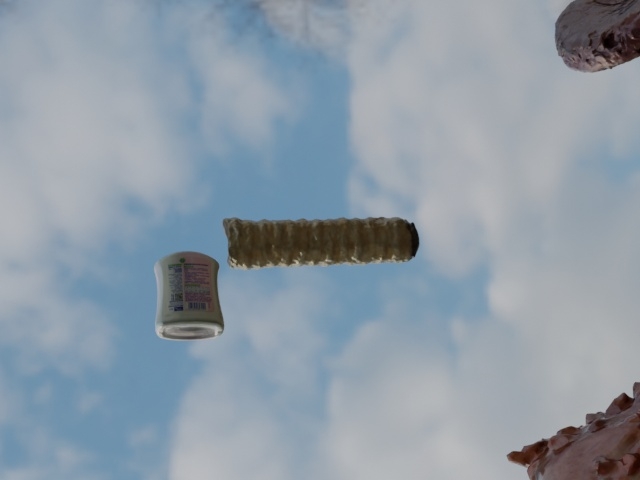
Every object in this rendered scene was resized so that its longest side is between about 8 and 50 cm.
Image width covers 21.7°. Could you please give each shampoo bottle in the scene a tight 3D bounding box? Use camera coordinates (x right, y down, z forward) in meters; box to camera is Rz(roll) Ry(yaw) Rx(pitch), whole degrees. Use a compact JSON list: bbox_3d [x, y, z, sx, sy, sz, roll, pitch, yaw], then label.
[{"bbox_3d":[-0.140,0.055,1.766,0.043,0.072,0.099,102,164,-54],"label":"shampoo bottle"}]

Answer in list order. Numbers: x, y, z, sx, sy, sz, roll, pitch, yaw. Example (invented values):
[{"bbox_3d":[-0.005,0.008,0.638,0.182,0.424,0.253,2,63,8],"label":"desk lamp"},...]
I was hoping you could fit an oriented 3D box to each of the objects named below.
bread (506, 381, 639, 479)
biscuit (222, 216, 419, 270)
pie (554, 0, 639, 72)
[{"bbox_3d":[0.125,0.119,0.518,0.160,0.073,0.160,61,-174,-10],"label":"bread"},{"bbox_3d":[0.000,0.000,1.846,0.219,0.055,0.061,-3,-105,-16],"label":"biscuit"},{"bbox_3d":[0.276,-0.208,1.503,0.038,0.154,0.153,49,-132,-23],"label":"pie"}]
